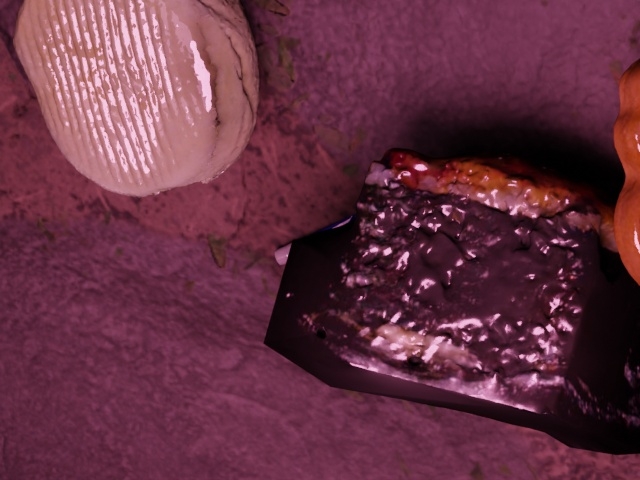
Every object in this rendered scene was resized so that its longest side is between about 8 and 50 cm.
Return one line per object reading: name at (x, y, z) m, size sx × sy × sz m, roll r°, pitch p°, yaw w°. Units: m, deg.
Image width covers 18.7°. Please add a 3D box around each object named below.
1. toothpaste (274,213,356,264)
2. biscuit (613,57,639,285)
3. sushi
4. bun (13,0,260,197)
toothpaste at (0.000, 0.000, 1.635) m, size 0.083 × 0.015 × 0.024 m, roll -20°, pitch 110°, yaw 21°
biscuit at (0.303, -0.007, 1.442) m, size 0.044 × 0.186 × 0.295 m, roll 1°, pitch 114°, yaw 62°
sushi at (0.128, 0.034, 1.487) m, size 0.227 × 0.215 × 0.212 m, roll 9°, pitch 81°, yaw 39°
bun at (-0.141, -0.149, 1.579) m, size 0.221 × 0.108 × 0.221 m, roll 13°, pitch 118°, yaw 24°
